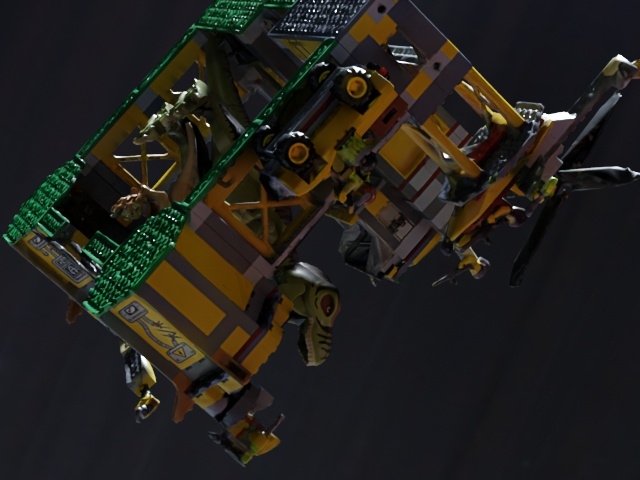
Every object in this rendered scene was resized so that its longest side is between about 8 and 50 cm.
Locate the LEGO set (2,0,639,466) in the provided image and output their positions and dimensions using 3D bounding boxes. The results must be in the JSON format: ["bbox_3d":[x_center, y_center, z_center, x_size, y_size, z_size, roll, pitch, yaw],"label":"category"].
[{"bbox_3d":[0.000,0.000,0.884,0.192,0.255,0.331,43,-15,-19],"label":"LEGO set"}]
